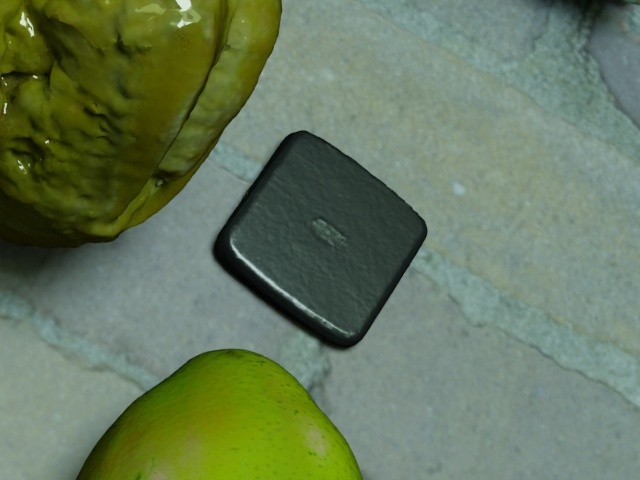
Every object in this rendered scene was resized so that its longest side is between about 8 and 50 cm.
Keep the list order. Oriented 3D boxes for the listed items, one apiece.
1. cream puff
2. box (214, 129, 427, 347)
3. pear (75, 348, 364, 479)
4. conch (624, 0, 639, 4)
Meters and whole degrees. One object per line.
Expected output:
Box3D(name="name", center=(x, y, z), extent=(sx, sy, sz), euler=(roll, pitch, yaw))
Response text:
Box3D(name="cream puff", center=(-0.183, -0.139, 1.004), extent=(0.274, 0.323, 0.270), euler=(-8, 49, -40))
Box3D(name="box", center=(0.000, 0.000, 1.207), extent=(0.126, 0.027, 0.125), euler=(37, 62, -6))
Box3D(name="pear", center=(-0.063, 0.169, 1.027), extent=(0.187, 0.187, 0.219), euler=(0, 55, -23))
Box3D(name="conch", center=(0.225, -0.267, 1.350), extent=(0.386, 0.169, 0.203), euler=(-17, 47, 6))
